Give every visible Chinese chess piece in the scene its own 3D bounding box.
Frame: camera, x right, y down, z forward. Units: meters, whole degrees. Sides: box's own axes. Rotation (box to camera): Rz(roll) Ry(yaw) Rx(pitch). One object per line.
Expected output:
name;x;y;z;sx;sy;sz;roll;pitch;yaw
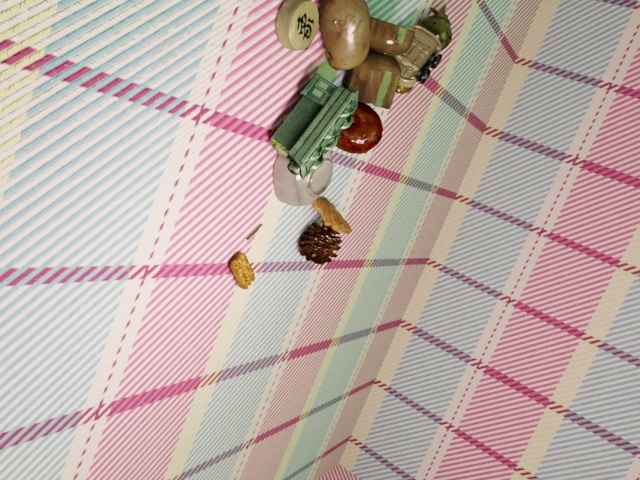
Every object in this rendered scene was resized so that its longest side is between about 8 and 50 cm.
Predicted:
Chinese chess piece;-0.063;-0.603;1.604;0.144;0.058;0.144;-43;148;-36

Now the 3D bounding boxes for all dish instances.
dish;-0.040;-0.227;1.925;0.256;0.117;0.256;-42;147;-35

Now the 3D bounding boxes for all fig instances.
fig;0.120;-0.407;2.064;0.290;0.190;0.191;-97;-156;-71

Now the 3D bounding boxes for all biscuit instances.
biscuit;0.042;-0.095;2.158;0.035;0.163;0.250;-32;133;23

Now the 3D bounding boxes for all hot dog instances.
hot dog;-0.258;0.100;1.910;0.071;0.045;0.165;-48;151;-24

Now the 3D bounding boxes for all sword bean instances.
sword bean;-0.218;-0.027;1.906;0.083;0.012;0.012;-49;150;-29

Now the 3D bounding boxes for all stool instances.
stool;0.193;-0.595;1.941;0.179;0.179;0.264;-15;127;-57

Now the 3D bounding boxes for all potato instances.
potato;0.074;-0.626;1.718;0.165;0.164;0.262;-51;158;-22

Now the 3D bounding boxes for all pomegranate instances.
pomegranate;0.448;-0.823;2.263;0.149;0.148;0.169;79;19;-51

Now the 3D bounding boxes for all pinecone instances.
pinecone;0.008;-0.003;2.191;0.163;0.162;0.165;72;37;-55

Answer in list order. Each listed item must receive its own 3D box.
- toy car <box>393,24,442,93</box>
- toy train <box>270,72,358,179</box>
toy car;0.321;-0.654;2.155;0.248;0.204;0.198;-53;175;-17
toy train;-0.021;-0.356;1.778;0.330;0.178;0.138;-54;172;-9
